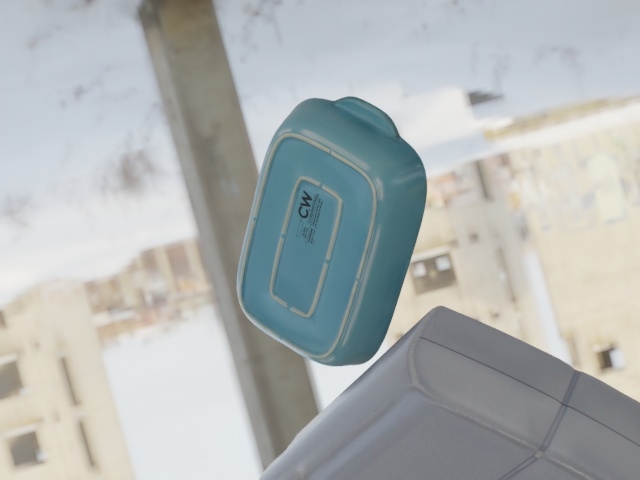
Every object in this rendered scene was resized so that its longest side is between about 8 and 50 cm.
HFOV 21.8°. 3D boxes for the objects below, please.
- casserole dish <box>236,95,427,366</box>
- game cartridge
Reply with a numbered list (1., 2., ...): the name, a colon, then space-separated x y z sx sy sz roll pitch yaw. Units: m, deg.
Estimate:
1. casserole dish: 0.000 0.000 1.044 0.114 0.188 0.037 30 -149 25
2. game cartridge: 0.127 0.156 0.721 0.196 0.294 0.060 -50 -174 48
